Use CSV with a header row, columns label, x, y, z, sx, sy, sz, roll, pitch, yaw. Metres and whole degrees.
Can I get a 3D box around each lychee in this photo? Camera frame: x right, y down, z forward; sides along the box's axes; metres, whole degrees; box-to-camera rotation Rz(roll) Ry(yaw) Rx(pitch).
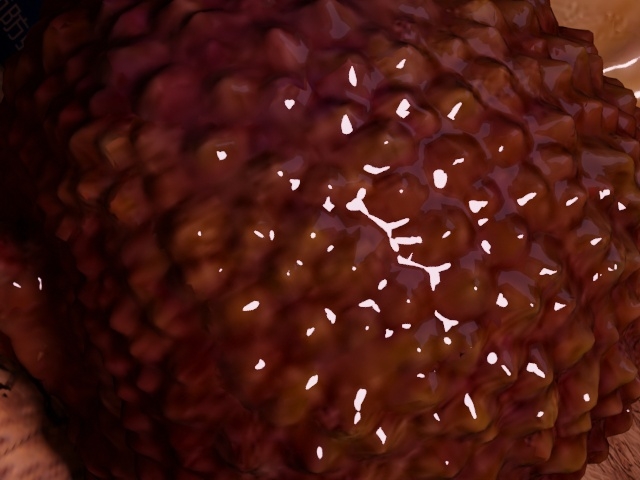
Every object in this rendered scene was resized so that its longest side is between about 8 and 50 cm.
label,x,y,z,sx,sy,sz,roll,pitch,yaw
lychee,0.000,0.000,0.718,0.330,0.306,0.306,-13,57,-20

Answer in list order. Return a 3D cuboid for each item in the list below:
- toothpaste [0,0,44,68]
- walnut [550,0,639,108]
label,x,y,z,sx,sy,sz,roll,pitch,yaw
toothpaste,-0.091,-0.051,0.921,0.320,0.076,0.066,55,20,6
walnut,0.118,-0.151,0.979,0.306,0.306,0.344,47,30,-14
